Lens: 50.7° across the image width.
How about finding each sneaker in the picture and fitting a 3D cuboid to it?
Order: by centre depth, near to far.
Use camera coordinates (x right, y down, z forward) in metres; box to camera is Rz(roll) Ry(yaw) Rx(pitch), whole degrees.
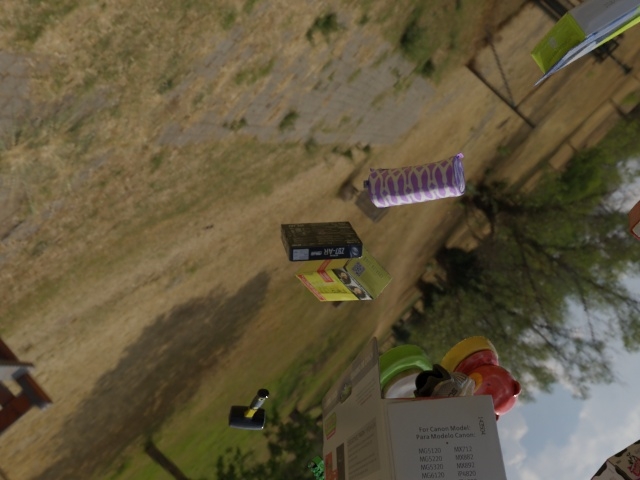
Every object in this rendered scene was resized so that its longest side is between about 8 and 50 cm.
[{"bbox_3d":[0.170,0.205,0.948,0.063,0.075,0.170,-54,172,6],"label":"sneaker"}]

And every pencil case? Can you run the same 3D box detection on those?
[{"bbox_3d":[0.200,-0.124,1.420,0.206,0.088,0.086,-6,162,24],"label":"pencil case"}]

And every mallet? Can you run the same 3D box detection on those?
[{"bbox_3d":[-0.099,0.271,1.091,0.189,0.062,0.039,131,-33,-56],"label":"mallet"}]

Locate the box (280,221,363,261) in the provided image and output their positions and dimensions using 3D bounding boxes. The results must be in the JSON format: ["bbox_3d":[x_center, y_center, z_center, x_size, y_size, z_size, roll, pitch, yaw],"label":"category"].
[{"bbox_3d":[0.000,0.000,0.770,0.067,0.083,0.018,-118,-152,-63],"label":"box"}]

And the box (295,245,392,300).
[{"bbox_3d":[0.038,0.067,1.290,0.058,0.087,0.232,-48,-165,-21],"label":"box"}]

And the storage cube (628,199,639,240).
[{"bbox_3d":[0.496,-0.032,0.785,0.215,0.183,0.193,-51,167,22],"label":"storage cube"}]

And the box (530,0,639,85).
[{"bbox_3d":[0.326,-0.255,0.781,0.178,0.042,0.109,-32,174,-8],"label":"box"}]

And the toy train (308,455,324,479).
[{"bbox_3d":[0.004,0.342,0.992,0.024,0.017,0.083,-41,136,-17],"label":"toy train"}]

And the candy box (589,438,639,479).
[{"bbox_3d":[0.461,0.438,1.101,0.159,0.071,0.233,-2,126,-45],"label":"candy box"}]

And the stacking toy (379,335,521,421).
[{"bbox_3d":[0.199,0.330,1.222,0.279,0.130,0.309,9,116,-33],"label":"stacking toy"}]

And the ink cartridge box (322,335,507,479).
[{"bbox_3d":[0.096,0.285,0.804,0.130,0.272,0.309,1,155,-12],"label":"ink cartridge box"}]
